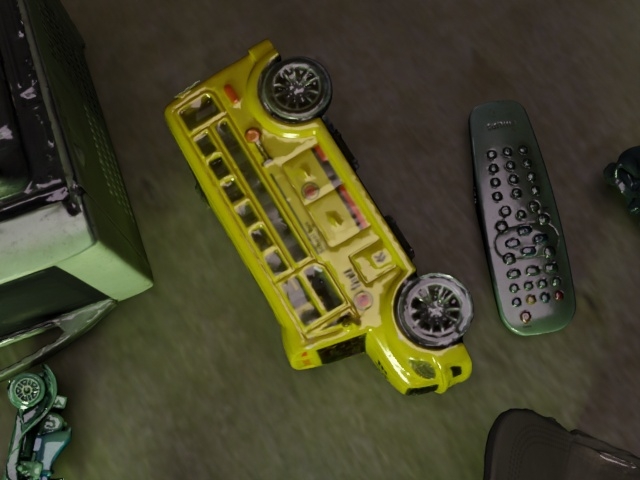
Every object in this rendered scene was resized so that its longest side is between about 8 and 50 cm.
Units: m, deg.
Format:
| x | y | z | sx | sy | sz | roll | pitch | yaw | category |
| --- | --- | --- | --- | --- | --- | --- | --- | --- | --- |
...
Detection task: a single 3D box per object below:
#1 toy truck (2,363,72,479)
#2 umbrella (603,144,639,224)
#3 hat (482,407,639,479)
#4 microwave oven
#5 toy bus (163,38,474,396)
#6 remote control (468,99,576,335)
| x | y | z | sx | sy | sz | roll | pitch | yaw | category |
| --- | --- | --- | --- | --- | --- | --- | --- | --- | --- |
| -0.243 | 0.187 | 0.822 | 0.078 | 0.080 | 0.154 | 12 | 76 | -12 | toy truck |
| 0.405 | -0.137 | 0.869 | 0.143 | 0.094 | 0.349 | 39 | 79 | 6 | umbrella |
| 0.204 | 0.250 | 0.730 | 0.149 | 0.245 | 0.214 | 9 | 78 | 26 | hat |
| -0.381 | -0.042 | 0.784 | 0.394 | 0.247 | 0.333 | -20 | 73 | -3 | microwave oven |
| 0.000 | 0.000 | 0.823 | 0.152 | 0.144 | 0.330 | -30 | 76 | -5 | toy bus |
| 0.181 | -0.023 | 0.873 | 0.072 | 0.042 | 0.222 | -9 | 77 | 0 | remote control |
